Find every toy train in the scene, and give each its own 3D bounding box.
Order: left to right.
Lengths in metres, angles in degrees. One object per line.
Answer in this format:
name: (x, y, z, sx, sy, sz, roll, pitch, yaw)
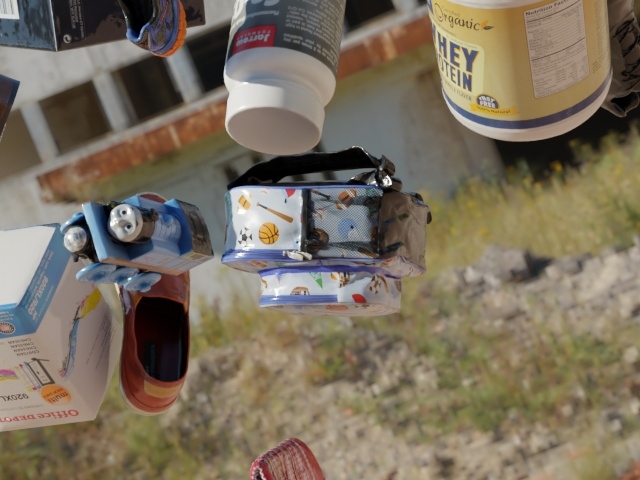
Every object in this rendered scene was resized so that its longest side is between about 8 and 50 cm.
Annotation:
toy train: (-0.190, -0.001, 1.432, 0.105, 0.080, 0.184, -26, -15, 16)

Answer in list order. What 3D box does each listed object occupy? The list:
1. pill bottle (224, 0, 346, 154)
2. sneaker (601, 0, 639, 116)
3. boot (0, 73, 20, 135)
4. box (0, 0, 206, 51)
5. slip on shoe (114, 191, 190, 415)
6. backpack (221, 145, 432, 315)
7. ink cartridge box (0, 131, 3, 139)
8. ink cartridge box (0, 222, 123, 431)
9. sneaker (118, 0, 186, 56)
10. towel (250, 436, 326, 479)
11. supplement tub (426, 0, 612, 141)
pill bottle: (-0.052, -0.279, 1.984, 0.161, 0.283, 0.161, 6, -25, 3)
sneaker: (0.431, -0.283, 2.006, 0.109, 0.130, 0.286, -39, -24, -9)
boot: (-0.295, -0.080, 1.025, 0.219, 0.106, 0.082, -96, 31, -65)
box: (-0.393, -0.421, 2.281, 0.294, 0.183, 0.296, -19, 21, -37)
slip on shoe: (-0.232, 0.080, 1.970, 0.123, 0.331, 0.101, 9, -27, -25)
backpack: (0.000, 0.000, 1.860, 0.263, 0.213, 0.276, 8, -9, 17)
ink cartridge box: (-0.582, -0.137, 1.900, 0.211, 0.122, 0.289, 26, -17, -27)
ink cartridge box: (-0.407, 0.123, 1.915, 0.171, 0.233, 0.168, -8, 40, 21)
sneaker: (-0.237, -0.360, 1.875, 0.083, 0.221, 0.087, -11, 1, 28)
towel: (-0.001, 0.294, 1.378, 0.031, 0.199, 0.275, -28, -6, 3)
supplement tub: (0.248, -0.309, 1.759, 0.228, 0.316, 0.228, -9, 43, 8)
